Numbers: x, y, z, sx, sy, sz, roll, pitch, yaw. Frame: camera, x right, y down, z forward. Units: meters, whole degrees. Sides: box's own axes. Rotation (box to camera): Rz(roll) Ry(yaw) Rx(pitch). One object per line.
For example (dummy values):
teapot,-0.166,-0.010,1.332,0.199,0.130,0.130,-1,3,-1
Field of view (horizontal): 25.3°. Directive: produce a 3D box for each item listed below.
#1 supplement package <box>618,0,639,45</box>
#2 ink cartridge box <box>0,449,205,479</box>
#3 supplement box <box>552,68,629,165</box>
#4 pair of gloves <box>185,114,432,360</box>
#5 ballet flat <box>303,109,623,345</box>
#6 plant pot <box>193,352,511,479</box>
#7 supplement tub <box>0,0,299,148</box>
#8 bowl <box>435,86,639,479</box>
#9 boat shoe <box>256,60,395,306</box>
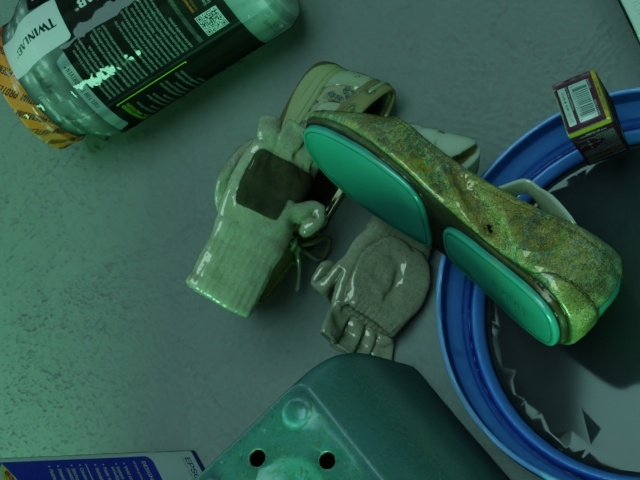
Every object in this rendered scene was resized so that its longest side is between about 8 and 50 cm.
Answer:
supplement package,0.336,-0.293,1.385,0.134,0.139,0.244,-25,63,14
ink cartridge box,-0.226,0.285,1.329,0.069,0.371,0.175,-48,58,28
supplement box,0.247,-0.112,1.306,0.043,0.083,0.055,-22,65,17
pair of gloves,0.000,0.000,1.422,0.240,0.042,0.204,22,76,-15
ballet flat,0.135,-0.035,1.326,0.348,0.123,0.123,39,91,30
plant pot,0.022,0.247,1.276,0.247,0.252,0.248,-44,61,4
supplement tub,-0.199,-0.244,1.581,0.316,0.193,0.193,-31,63,12
bowl,0.301,0.051,1.317,0.391,0.077,0.391,-8,70,22
boat shoe,-0.019,-0.053,1.483,0.089,0.104,0.285,19,81,31
